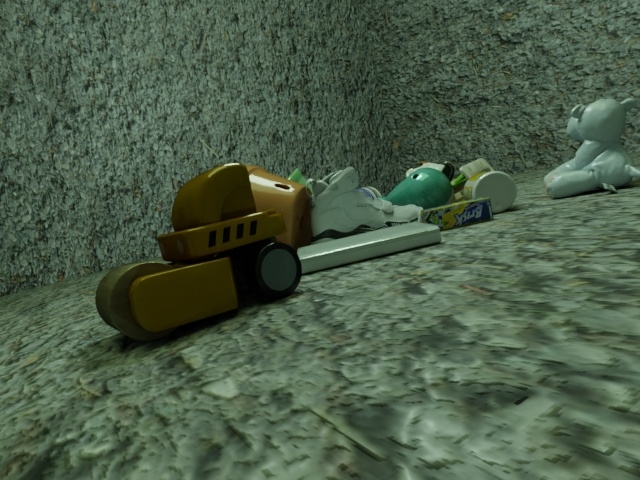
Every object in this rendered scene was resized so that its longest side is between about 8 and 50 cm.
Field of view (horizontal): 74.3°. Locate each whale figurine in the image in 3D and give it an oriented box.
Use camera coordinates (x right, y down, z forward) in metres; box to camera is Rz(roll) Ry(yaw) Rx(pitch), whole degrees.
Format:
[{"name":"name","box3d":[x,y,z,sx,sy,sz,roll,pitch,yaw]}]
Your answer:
[{"name":"whale figurine","box3d":[0.283,-0.144,1.358,0.271,0.141,0.217,-10,45,32]}]

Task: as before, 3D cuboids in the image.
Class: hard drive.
[{"name":"hard drive","box3d":[0.099,0.012,0.982,0.307,0.041,0.203,-12,6,-1]}]

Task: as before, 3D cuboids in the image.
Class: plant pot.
[{"name":"plant pot","box3d":[-0.140,-0.058,1.171,0.203,0.291,0.291,7,12,18]}]

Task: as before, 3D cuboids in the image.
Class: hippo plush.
[{"name":"hippo plush","box3d":[0.728,-0.252,1.153,0.234,0.237,0.294,-11,6,18]}]

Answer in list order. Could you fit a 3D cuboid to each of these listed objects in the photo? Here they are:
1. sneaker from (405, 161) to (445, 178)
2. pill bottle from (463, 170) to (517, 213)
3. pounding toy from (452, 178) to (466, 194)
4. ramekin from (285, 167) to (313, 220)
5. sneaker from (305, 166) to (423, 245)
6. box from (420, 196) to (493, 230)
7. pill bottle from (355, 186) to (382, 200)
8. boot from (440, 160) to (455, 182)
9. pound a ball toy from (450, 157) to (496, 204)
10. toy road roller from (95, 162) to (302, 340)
[{"name":"sneaker","box3d":[0.347,-0.184,1.537,0.122,0.106,0.290,22,52,22]},{"name":"pill bottle","box3d":[0.489,-0.144,1.244,0.117,0.118,0.208,-12,5,10]},{"name":"pounding toy","box3d":[0.644,-0.236,2.028,0.141,0.100,0.130,-28,12,-29]},{"name":"ramekin","box3d":[-0.135,-0.113,1.601,0.303,0.148,0.303,-46,11,11]},{"name":"sneaker","box3d":[0.126,-0.102,1.174,0.365,0.211,0.137,-15,6,-23]},{"name":"box","box3d":[0.348,-0.066,1.085,0.168,0.059,0.054,-12,7,6]},{"name":"pill bottle","box3d":[0.116,-0.122,1.693,0.264,0.154,0.153,-16,7,-36]},{"name":"boot","box3d":[0.434,-0.197,1.655,0.237,0.085,0.178,-56,-11,25]},{"name":"pound a ball toy","box3d":[0.525,-0.170,1.534,0.319,0.136,0.208,-25,-18,-52]},{"name":"toy road roller","box3d":[-0.213,0.005,0.721,0.329,0.241,0.202,-17,7,-36]}]
